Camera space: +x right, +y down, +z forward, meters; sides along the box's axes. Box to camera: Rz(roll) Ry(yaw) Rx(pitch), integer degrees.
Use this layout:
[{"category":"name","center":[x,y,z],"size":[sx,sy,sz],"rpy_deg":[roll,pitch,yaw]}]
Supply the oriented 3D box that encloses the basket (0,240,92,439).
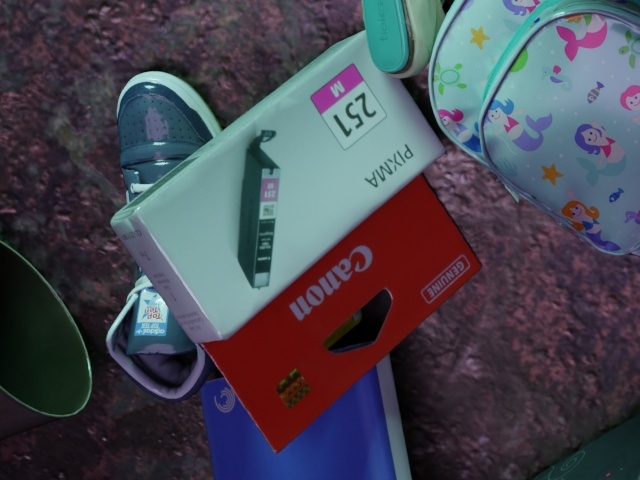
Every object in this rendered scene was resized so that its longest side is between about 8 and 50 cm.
[{"category":"basket","center":[-0.361,0.127,1.745],"size":[0.227,0.154,0.204],"rpy_deg":[-32,103,29]}]

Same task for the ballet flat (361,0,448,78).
[{"category":"ballet flat","center":[0.062,-0.256,1.492],"size":[0.086,0.086,0.248],"rpy_deg":[-1,113,17]}]

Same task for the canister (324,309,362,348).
[{"category":"canister","center":[-0.033,0.015,1.609],"size":[0.073,0.126,0.170],"rpy_deg":[3,118,41]}]

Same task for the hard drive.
[{"category":"hard drive","center":[-0.001,0.265,1.647],"size":[0.210,0.040,0.319],"rpy_deg":[-17,80,40]}]

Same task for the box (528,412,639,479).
[{"category":"box","center":[0.233,0.283,1.608],"size":[0.143,0.165,0.270],"rpy_deg":[47,124,-7]}]

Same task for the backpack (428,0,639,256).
[{"category":"backpack","center":[0.214,-0.127,1.448],"size":[0.253,0.191,0.225],"rpy_deg":[36,118,5]}]

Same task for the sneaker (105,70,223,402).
[{"category":"sneaker","center":[-0.135,0.004,1.616],"size":[0.099,0.153,0.282],"rpy_deg":[-3,112,18]}]

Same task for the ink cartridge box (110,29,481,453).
[{"category":"ink cartridge box","center":[0.000,0.000,1.521],"size":[0.239,0.275,0.060],"rpy_deg":[55,152,-11]}]
